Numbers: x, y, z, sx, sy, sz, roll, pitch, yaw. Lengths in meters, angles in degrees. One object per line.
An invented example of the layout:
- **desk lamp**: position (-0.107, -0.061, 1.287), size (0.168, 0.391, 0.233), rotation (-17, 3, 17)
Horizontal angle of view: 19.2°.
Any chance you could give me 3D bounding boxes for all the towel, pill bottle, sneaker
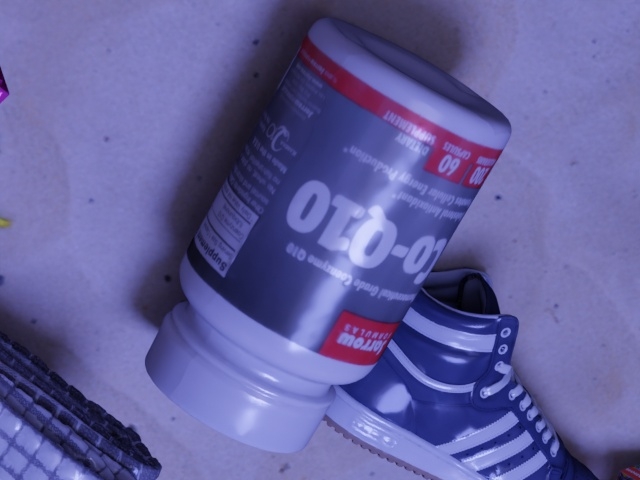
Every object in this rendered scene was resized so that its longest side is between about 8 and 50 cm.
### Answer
- **towel**: position (-0.284, 0.162, 1.304), size (0.283, 0.121, 0.235), rotation (39, 106, -1)
- **pill bottle**: position (0.000, 0.000, 1.345), size (0.161, 0.161, 0.283), rotation (23, 104, -26)
- **sneaker**: position (0.144, 0.124, 1.487), size (0.282, 0.099, 0.153), rotation (26, 104, -24)

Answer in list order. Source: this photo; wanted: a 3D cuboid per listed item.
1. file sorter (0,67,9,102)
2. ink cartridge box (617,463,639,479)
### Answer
- **file sorter**: position (-0.333, -0.132, 1.101), size (0.182, 0.291, 0.202), rotation (-46, 119, 8)
- **ink cartridge box**: position (0.267, 0.221, 1.587), size (0.115, 0.029, 0.063), rotation (-11, 119, -42)
